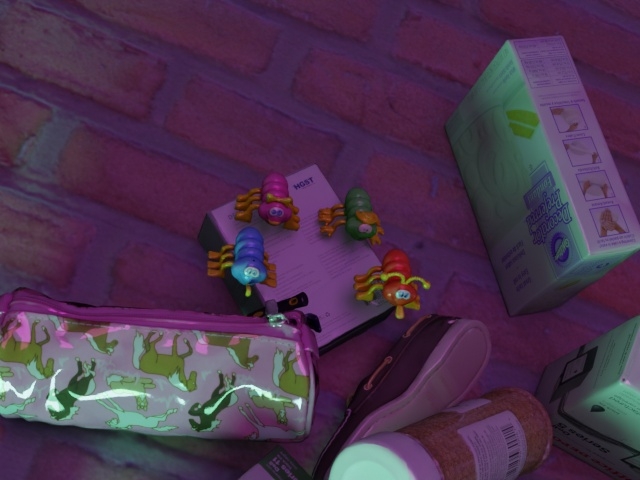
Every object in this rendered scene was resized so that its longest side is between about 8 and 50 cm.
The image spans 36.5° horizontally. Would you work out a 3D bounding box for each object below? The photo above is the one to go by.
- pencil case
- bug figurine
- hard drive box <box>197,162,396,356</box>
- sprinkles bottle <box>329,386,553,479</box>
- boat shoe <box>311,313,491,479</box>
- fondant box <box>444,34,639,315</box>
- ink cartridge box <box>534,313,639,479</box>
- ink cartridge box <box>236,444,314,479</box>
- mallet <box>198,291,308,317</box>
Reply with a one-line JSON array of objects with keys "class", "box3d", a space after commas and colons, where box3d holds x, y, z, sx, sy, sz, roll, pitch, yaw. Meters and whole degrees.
[{"class": "pencil case", "box3d": [-0.193, 0.146, 1.144, 0.386, 0.160, 0.167, 3, 83, 0]}, {"class": "bug figurine", "box3d": [0.000, 0.000, 1.215, 0.279, 0.072, 0.216, 8, 41, -17]}, {"class": "hard drive box", "box3d": [-0.028, 0.037, 1.321, 0.181, 0.089, 0.232, -26, 76, -25]}, {"class": "sprinkles bottle", "box3d": [0.157, 0.262, 1.161, 0.355, 0.121, 0.121, -4, 63, -54]}, {"class": "boat shoe", "box3d": [0.094, 0.218, 1.271, 0.324, 0.096, 0.117, -46, 125, -24]}, {"class": "fondant box", "box3d": [0.307, -0.089, 1.389, 0.096, 0.238, 0.330, -9, 69, -20]}, {"class": "ink cartridge box", "box3d": [0.421, 0.218, 1.265, 0.198, 0.273, 0.115, 30, 64, -1]}, {"class": "ink cartridge box", "box3d": [-0.110, 0.341, 1.079, 0.087, 0.153, 0.208, 46, 32, 9]}, {"class": "mallet", "box3d": [-0.098, 0.094, 1.240, 0.039, 0.189, 0.062, 19, 48, -55]}]
